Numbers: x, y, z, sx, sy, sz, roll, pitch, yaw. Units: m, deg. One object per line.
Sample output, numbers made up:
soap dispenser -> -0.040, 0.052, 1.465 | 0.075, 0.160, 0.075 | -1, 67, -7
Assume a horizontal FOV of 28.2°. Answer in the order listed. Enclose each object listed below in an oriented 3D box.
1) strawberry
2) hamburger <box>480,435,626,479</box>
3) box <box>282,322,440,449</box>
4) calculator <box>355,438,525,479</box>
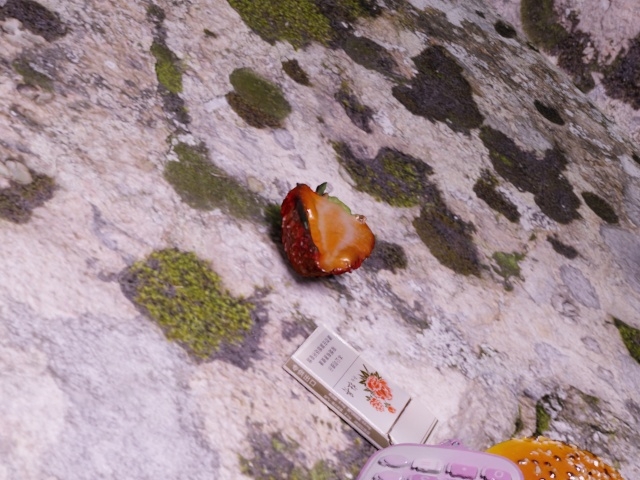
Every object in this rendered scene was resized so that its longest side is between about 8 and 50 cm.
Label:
strawberry -> 0.001, -0.001, 1.730 | 0.140, 0.085, 0.192 | 13, 38, -40
hamburger -> 0.272, 0.354, 1.435 | 0.300, 0.176, 0.300 | 27, 32, -18
box -> 0.053, 0.190, 1.572 | 0.198, 0.029, 0.109 | 40, 29, 4
calculator -> 0.107, 0.318, 1.305 | 0.194, 0.043, 0.294 | 4, 40, 19
